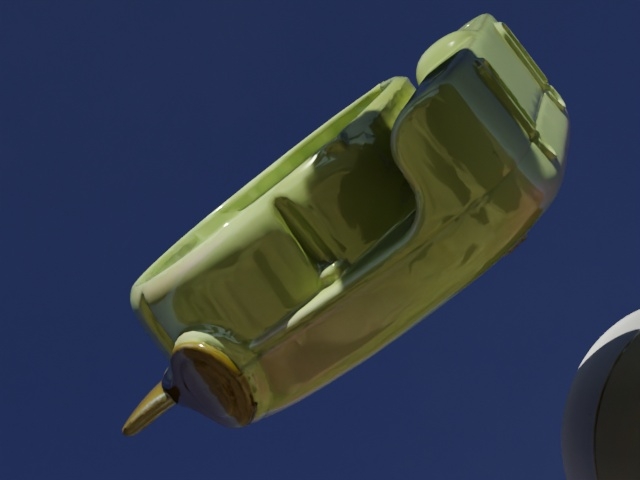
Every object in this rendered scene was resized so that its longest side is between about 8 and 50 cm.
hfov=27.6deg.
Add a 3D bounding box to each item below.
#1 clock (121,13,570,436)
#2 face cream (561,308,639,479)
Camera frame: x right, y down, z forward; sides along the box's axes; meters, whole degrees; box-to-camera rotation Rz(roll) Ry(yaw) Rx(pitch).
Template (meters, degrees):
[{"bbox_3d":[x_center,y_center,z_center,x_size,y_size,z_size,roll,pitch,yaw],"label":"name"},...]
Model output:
[{"bbox_3d":[0.000,0.000,0.876,0.348,0.286,0.117,-36,-82,20],"label":"clock"},{"bbox_3d":[0.304,0.145,0.908,0.218,0.179,0.218,1,-95,-14],"label":"face cream"}]
